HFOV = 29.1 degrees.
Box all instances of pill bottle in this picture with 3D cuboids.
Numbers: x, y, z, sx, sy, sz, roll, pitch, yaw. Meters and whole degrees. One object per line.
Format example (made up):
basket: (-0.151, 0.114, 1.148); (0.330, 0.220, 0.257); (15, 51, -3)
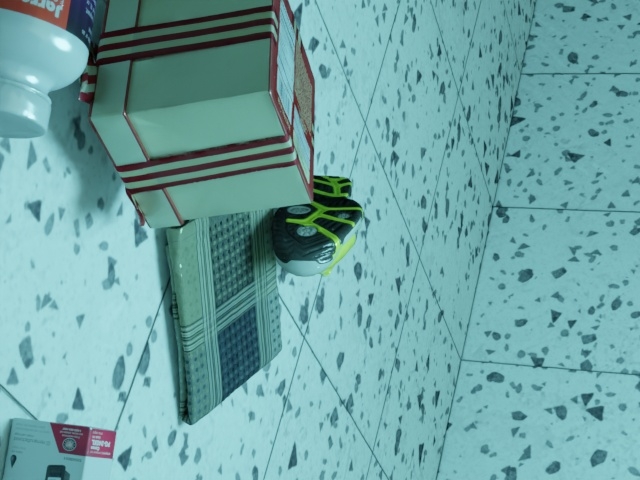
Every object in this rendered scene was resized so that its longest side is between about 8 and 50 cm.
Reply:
pill bottle: (-0.313, -0.275, 1.246); (0.181, 0.181, 0.323); (30, 64, -66)

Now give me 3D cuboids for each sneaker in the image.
sneaker: (0.000, 0.000, 2.032); (0.385, 0.145, 0.147); (-68, 161, -72)

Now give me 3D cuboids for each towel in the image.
towel: (-0.150, 0.080, 1.898); (0.312, 0.056, 0.324); (-35, 127, -60)

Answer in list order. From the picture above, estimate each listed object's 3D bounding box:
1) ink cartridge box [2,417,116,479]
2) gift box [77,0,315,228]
ink cartridge box: (-0.307, 0.287, 1.427); (0.063, 0.109, 0.151); (33, 62, -66)
gift box: (-0.157, -0.168, 1.540); (0.255, 0.258, 0.276); (70, 18, -47)
